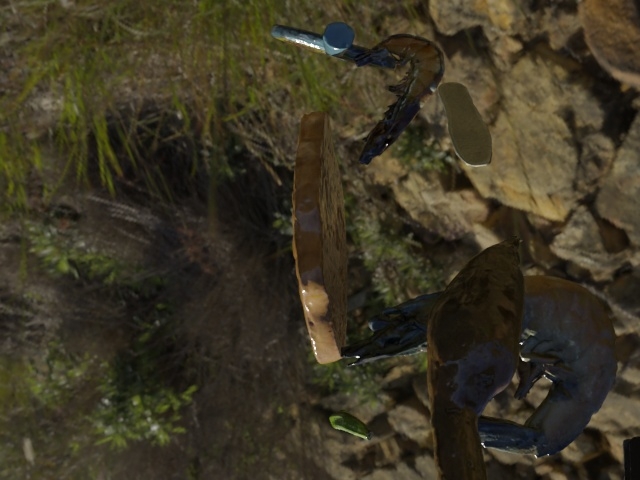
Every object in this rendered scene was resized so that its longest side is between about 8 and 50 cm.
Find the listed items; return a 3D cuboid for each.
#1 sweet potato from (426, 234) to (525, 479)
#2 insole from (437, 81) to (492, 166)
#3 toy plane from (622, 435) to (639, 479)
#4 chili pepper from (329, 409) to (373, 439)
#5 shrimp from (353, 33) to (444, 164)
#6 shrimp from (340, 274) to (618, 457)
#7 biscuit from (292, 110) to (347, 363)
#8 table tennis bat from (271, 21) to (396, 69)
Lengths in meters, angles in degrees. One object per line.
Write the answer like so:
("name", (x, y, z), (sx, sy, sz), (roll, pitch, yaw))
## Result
("sweet potato", (0.113, 0.094, 0.592), (0.075, 0.269, 0.074), (12, 147, 8))
("insole", (0.279, -0.229, 1.499), (0.081, 0.247, 0.011), (-3, 139, -7))
("toy plane", (0.193, 0.313, 0.432), (0.106, 0.381, 0.155), (5, 164, 40))
("chili pepper", (0.024, 0.154, 0.662), (0.030, 0.017, 0.083), (12, 173, -6))
("shrimp", (0.085, -0.210, 1.108), (0.195, 0.148, 0.035), (-54, 147, 5))
("shrimp", (0.242, 0.186, 1.147), (0.445, 0.272, 0.085), (1, 177, -16))
("biscuit", (-0.002, 0.000, 1.320), (0.062, 0.385, 0.365), (-4, 142, 7))
("table tennis bat", (0.024, -0.314, 1.251), (0.215, 0.044, 0.329), (16, -170, -4))
